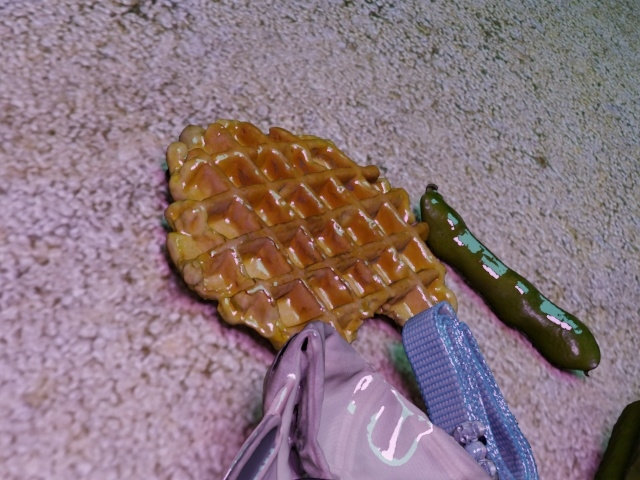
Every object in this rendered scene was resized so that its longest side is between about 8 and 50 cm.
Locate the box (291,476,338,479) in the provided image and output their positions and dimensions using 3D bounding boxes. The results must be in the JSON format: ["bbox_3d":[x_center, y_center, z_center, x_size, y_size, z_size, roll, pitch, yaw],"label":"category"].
[{"bbox_3d":[0.070,0.286,0.523,0.288,0.073,0.290,16,78,-30],"label":"box"}]

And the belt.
[{"bbox_3d":[0.113,0.142,0.812,0.100,0.065,0.179,-9,70,-49],"label":"belt"}]

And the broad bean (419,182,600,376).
[{"bbox_3d":[0.187,0.044,1.010,0.256,0.052,0.052,46,60,10],"label":"broad bean"}]

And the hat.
[{"bbox_3d":[0.005,0.190,0.687,0.219,0.164,0.226,45,74,-13],"label":"hat"}]

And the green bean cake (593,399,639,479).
[{"bbox_3d":[0.422,0.214,0.811,0.335,0.319,0.218,48,34,6],"label":"green bean cake"}]

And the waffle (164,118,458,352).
[{"bbox_3d":[-0.008,-0.001,0.891,0.300,0.058,0.282,7,47,-35],"label":"waffle"}]
